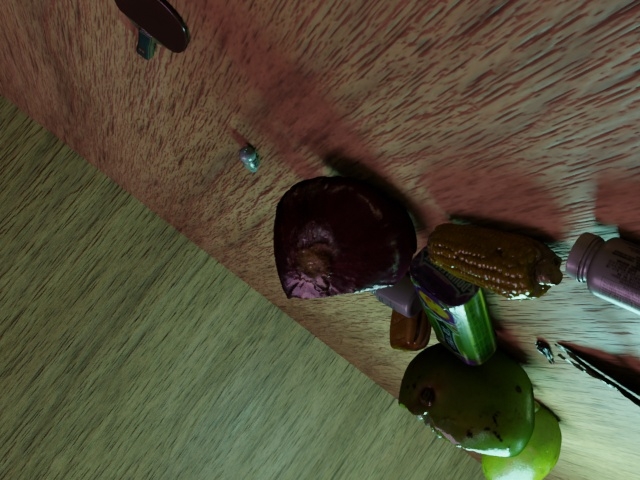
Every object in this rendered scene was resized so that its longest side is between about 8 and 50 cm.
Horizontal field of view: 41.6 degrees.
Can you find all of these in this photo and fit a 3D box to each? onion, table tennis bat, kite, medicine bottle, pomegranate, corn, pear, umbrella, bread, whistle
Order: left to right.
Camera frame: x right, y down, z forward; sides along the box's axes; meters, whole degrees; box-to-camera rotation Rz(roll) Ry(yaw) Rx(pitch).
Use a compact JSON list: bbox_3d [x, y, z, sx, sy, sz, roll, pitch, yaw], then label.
[{"bbox_3d":[-0.296,-0.370,1.452,0.154,0.021,0.274,38,165,-7],"label":"table tennis bat"},{"bbox_3d":[-0.146,-0.167,1.743,0.035,0.035,0.100,32,168,17],"label":"whistle"},{"bbox_3d":[0.044,-0.015,1.448,0.206,0.216,0.207,-8,103,28],"label":"onion"},{"bbox_3d":[0.158,0.102,1.797,0.130,0.080,0.080,30,166,31],"label":"medicine bottle"},{"bbox_3d":[0.209,0.196,1.946,0.077,0.116,0.200,12,168,-5],"label":"bread"},{"bbox_3d":[0.354,0.329,1.856,0.358,0.216,0.309,8,-174,-38],"label":"pomegranate"},{"bbox_3d":[0.253,0.027,1.256,0.097,0.097,0.261,45,166,-32],"label":"corn"},{"bbox_3d":[0.489,0.509,2.064,0.187,0.220,0.187,31,167,8],"label":"pear"},{"bbox_3d":[0.433,0.214,1.620,0.031,0.020,0.083,24,168,45],"label":"umbrella"},{"bbox_3d":[0.513,0.256,1.426,0.314,0.011,0.335,29,-174,-30],"label":"kite"},{"bbox_3d":[0.376,0.043,1.024,0.140,0.079,0.079,27,164,35],"label":"medicine bottle"}]

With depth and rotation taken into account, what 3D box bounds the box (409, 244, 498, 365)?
[{"bbox_3d":[0.261,0.130,1.599,0.134,0.097,0.345,39,170,29],"label":"box"}]
